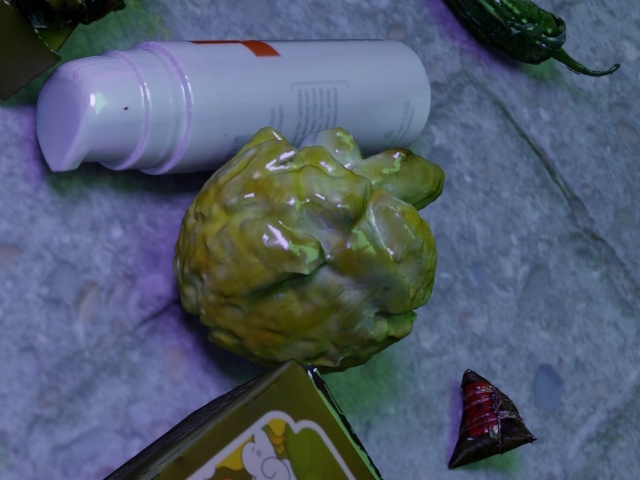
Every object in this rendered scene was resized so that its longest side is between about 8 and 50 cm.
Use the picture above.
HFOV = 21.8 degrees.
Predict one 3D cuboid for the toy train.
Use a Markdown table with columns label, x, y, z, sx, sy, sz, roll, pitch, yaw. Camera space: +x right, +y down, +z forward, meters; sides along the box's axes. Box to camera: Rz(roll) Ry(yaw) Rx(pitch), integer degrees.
| label | x | y | z | sx | sy | sz | roll | pitch | yaw |
| --- | --- | --- | --- | --- | --- | --- | --- | --- | --- |
| toy train | -0.177 | -0.210 | 1.210 | 0.090 | 0.137 | 0.225 | 46 | 43 | -18 |

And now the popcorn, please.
| label | x | y | z | sx | sy | sz | roll | pitch | yaw |
| --- | --- | --- | --- | --- | --- | --- | --- | --- | --- |
| popcorn | 0.000 | 0.000 | 1.218 | 0.198 | 0.198 | 0.212 | 45 | 65 | -16 |

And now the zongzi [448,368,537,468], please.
| label | x | y | z | sx | sy | sz | roll | pitch | yaw |
| --- | --- | --- | --- | --- | --- | --- | --- | --- | --- |
| zongzi | 0.148 | 0.153 | 1.362 | 0.067 | 0.073 | 0.083 | 53 | 44 | -34 |

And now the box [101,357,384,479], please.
| label | x | y | z | sx | sy | sz | roll | pitch | yaw |
| --- | --- | --- | --- | --- | --- | --- | --- | --- | --- |
| box | -0.065 | 0.332 | 1.044 | 0.420 | 0.138 | 0.373 | -35 | 95 | -46 |

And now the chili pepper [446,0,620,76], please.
| label | x | y | z | sx | sy | sz | roll | pitch | yaw |
| --- | --- | --- | --- | --- | --- | --- | --- | --- | --- |
| chili pepper | 0.159 | -0.241 | 1.565 | 0.279 | 0.065 | 0.122 | 53 | 49 | -2 |

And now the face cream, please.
| label | x | y | z | sx | sy | sz | roll | pitch | yaw |
| --- | --- | --- | --- | --- | --- | --- | --- | --- | --- |
| face cream | -0.064 | -0.105 | 1.281 | 0.345 | 0.102 | 0.102 | -6 | 74 | -44 |
